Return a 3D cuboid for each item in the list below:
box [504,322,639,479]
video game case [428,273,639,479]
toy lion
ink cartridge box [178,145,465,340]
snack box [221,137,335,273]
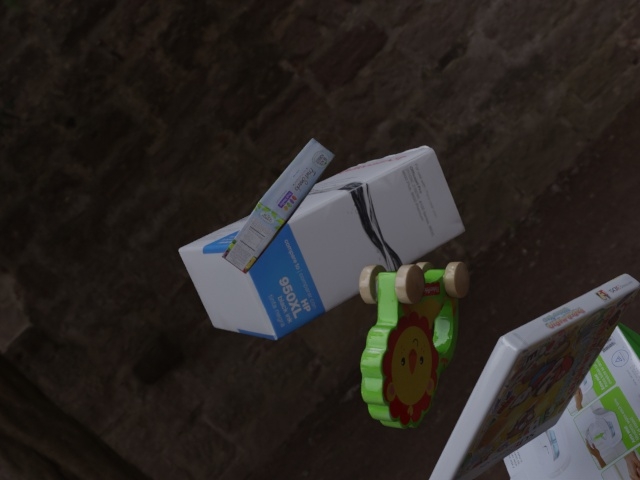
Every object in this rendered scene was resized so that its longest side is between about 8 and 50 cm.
[{"bbox_3d":[0.361,0.273,0.949,0.231,0.127,0.262,-48,31,23],"label":"box"},{"bbox_3d":[0.217,0.150,0.785,0.206,0.026,0.226,-18,-43,-36],"label":"video game case"},{"bbox_3d":[0.056,0.061,0.458,0.034,0.096,0.100,-2,0,35],"label":"toy lion"},{"bbox_3d":[0.000,0.000,1.313,0.395,0.166,0.285,-28,11,-25],"label":"ink cartridge box"},{"bbox_3d":[-0.045,-0.039,0.849,0.100,0.037,0.141,-49,5,42],"label":"snack box"}]
